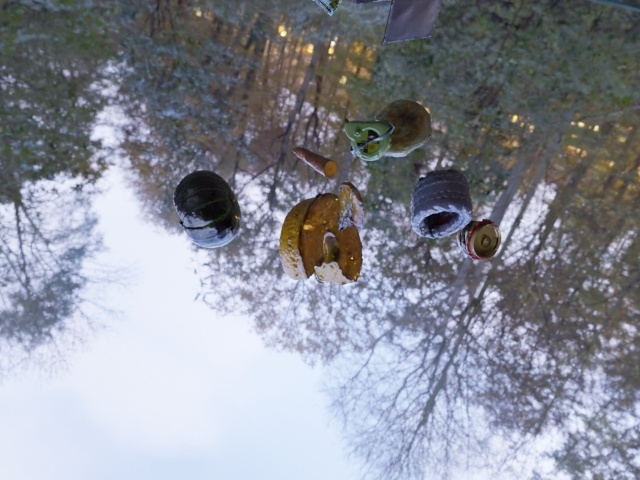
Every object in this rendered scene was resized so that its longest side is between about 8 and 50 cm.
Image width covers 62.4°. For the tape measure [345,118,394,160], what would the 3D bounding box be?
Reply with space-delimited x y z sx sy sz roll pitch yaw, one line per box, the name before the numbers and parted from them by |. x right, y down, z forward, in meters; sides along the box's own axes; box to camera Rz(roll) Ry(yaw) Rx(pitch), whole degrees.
tape measure | 0.204 -0.415 2.158 0.199 0.175 0.106 0 -166 15

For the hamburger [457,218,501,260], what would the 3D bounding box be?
hamburger | 0.631 -0.007 2.134 0.175 0.175 0.137 8 -174 -26

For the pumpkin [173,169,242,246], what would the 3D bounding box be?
pumpkin | -0.462 -0.131 2.178 0.241 0.323 0.323 -18 -156 2

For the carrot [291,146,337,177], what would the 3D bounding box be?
carrot | -0.027 -0.270 1.737 0.057 0.057 0.224 2 -156 -38

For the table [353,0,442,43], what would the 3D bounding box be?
table | 0.254 -0.812 1.638 0.196 0.282 0.251 -16 -123 -17

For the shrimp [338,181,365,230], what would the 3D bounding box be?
shrimp | 0.113 -0.098 1.969 0.062 0.317 0.164 -20 -114 -15

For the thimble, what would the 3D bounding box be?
thimble | 0.416 -0.126 1.832 0.205 0.236 0.172 1 -119 3

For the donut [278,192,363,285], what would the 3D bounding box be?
donut | 0.000 0.000 2.185 0.163 0.378 0.435 -2 166 38

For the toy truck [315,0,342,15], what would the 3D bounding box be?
toy truck | 0.069 -1.087 2.236 0.128 0.260 0.135 37 156 -11

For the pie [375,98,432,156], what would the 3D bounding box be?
pie | 0.363 -0.518 2.430 0.337 0.337 0.075 38 173 41
